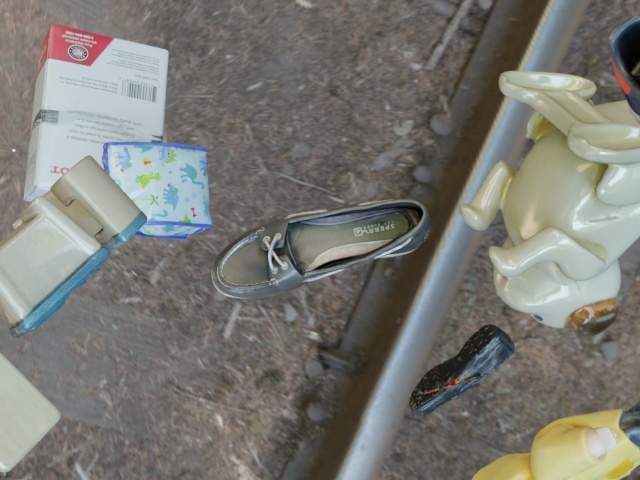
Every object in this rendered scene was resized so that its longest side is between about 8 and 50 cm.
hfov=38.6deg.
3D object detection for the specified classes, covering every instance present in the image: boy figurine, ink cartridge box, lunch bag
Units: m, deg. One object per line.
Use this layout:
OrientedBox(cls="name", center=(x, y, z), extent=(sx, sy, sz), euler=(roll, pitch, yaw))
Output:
OrientedBox(cls="boy figurine", center=(0.272, 0.211, 0.889), extent=(0.285, 0.177, 0.092), euler=(-30, 61, 11))
OrientedBox(cls="ink cartridge box", center=(-0.366, -0.189, 1.499), extent=(0.197, 0.114, 0.272), euler=(8, 75, -26))
OrientedBox(cls="lunch bag", center=(-0.243, -0.073, 1.325), extent=(0.151, 0.096, 0.128), euler=(4, 74, -43))

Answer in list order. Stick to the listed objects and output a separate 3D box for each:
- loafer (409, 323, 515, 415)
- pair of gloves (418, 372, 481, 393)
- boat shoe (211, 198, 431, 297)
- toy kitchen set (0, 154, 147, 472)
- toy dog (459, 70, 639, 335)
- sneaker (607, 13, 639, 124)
OrientedBox(cls="loafer", center=(0.257, 0.246, 1.654), extent=(0.223, 0.076, 0.078), euler=(-43, 118, 11))
OrientedBox(cls="pair of gloves", center=(0.182, 0.202, 1.291), extent=(0.074, 0.083, 0.010), euler=(-4, 73, -45))
OrientedBox(cls="boat shoe", center=(0.000, 0.000, 1.342), extent=(0.335, 0.095, 0.112), euler=(-15, 76, -6))
OrientedBox(cls="toy kitchen set", center=(-0.220, 0.056, 0.690), extent=(0.122, 0.166, 0.207), euler=(49, 59, -12))
OrientedBox(cls="toy dog", center=(0.419, -0.044, 1.512), extent=(0.395, 0.284, 0.408), euler=(-8, 127, -30))
OrientedBox(cls="sneaker", center=(0.424, -0.158, 0.938), extent=(0.131, 0.350, 0.148), euler=(-46, 120, -5))
